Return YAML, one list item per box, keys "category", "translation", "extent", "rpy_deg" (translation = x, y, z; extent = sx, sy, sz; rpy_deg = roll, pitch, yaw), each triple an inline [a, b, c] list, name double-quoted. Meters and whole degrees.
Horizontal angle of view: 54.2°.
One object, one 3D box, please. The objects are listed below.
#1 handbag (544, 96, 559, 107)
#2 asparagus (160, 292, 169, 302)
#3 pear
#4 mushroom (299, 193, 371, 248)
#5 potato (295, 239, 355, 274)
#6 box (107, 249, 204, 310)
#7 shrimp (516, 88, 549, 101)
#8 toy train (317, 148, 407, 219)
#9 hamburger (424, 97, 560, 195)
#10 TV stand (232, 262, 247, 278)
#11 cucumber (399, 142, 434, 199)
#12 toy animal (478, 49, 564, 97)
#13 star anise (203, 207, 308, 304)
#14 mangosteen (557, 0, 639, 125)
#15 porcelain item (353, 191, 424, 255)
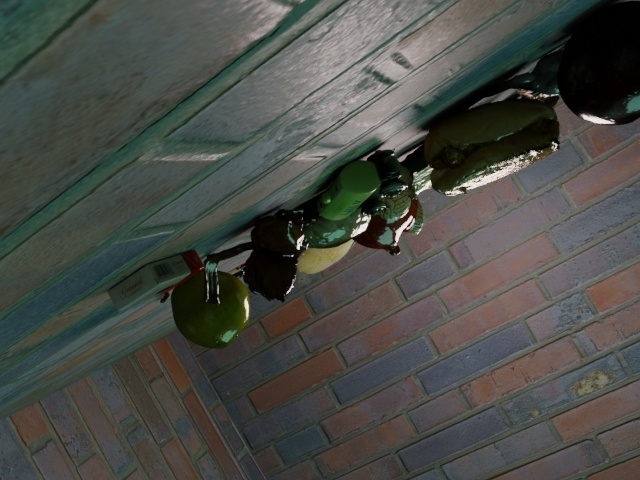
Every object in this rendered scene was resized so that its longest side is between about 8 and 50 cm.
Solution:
- category: "handbag"
  translation: [0.577, -0.349, 1.867]
  extent: [0.235, 0.127, 0.213]
  rpy_deg: [-29, -179, -41]
- category: "asparagus"
  translation: [-0.404, 0.149, 1.625]
  extent: [0.015, 0.014, 0.114]
  rpy_deg: [6, 163, -18]
- category: "pear"
  translation: [-0.265, 0.162, 1.515]
  extent: [0.198, 0.198, 0.198]
  rpy_deg: [-30, 177, -2]
- category: "mushroom"
  translation: [0.020, -0.037, 1.577]
  extent: [0.247, 0.130, 0.344]
  rpy_deg: [-34, 177, -6]
- category: "potato"
  translation: [0.000, 0.000, 2.143]
  extent: [0.239, 0.116, 0.299]
  rpy_deg: [-29, 160, 4]
- category: "box"
  translation: [-0.286, 0.068, 1.105]
  extent: [0.100, 0.048, 0.152]
  rpy_deg: [-29, 180, 21]
- category: "shrimp"
  translation: [0.583, -0.408, 1.653]
  extent: [0.154, 0.062, 0.294]
  rpy_deg: [-18, 175, 0]
- category: "toy train"
  translation: [0.075, -0.107, 1.308]
  extent: [0.157, 0.105, 0.253]
  rpy_deg: [-16, 172, -15]
- category: "hamburger"
  translation: [0.375, -0.212, 1.370]
  extent: [0.284, 0.174, 0.304]
  rpy_deg: [-16, -174, 18]
- category: "TV stand"
  translation: [-0.214, 0.078, 2.093]
  extent: [0.249, 0.042, 0.036]
  rpy_deg: [-29, 179, -24]
- category: "cucumber"
  translation: [0.348, -0.246, 1.630]
  extent: [0.325, 0.105, 0.145]
  rpy_deg: [-30, 151, -2]
- category: "toy animal"
  translation: [0.495, -0.351, 1.333]
  extent: [0.195, 0.090, 0.324]
  rpy_deg: [-21, -177, 42]
- category: "star anise"
  translation: [-0.132, 0.050, 1.296]
  extent: [0.346, 0.148, 0.237]
  rpy_deg: [-34, -141, 38]
- category: "mangosteen"
  translation: [0.591, -0.313, 1.163]
  extent: [0.231, 0.289, 0.231]
  rpy_deg: [-161, -90, -81]
- category: "porcelain item"
  translation: [0.193, -0.063, 1.910]
  extent: [0.253, 0.253, 0.253]
  rpy_deg: [-30, 177, -2]
